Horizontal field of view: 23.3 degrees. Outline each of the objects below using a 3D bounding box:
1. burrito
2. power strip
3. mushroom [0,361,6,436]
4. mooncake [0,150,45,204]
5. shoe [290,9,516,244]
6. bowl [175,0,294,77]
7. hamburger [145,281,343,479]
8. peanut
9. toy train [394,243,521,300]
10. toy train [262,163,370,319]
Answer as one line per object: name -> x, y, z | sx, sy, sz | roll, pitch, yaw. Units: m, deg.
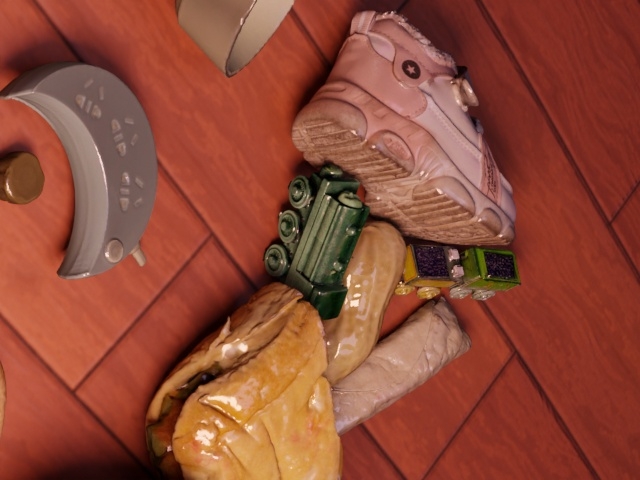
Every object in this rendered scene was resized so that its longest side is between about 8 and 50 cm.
burrito -> 0.083, 0.163, 1.952 | 0.275, 0.059, 0.082 | -32, 76, -31
power strip -> -0.238, -0.073, 1.627 | 0.167, 0.054, 0.253 | -40, 122, -43
mushroom -> -0.415, 0.184, 1.484 | 0.278, 0.146, 0.278 | -16, 111, -48
mooncake -> -0.422, -0.025, 1.501 | 0.346, 0.057, 0.150 | 4, 82, -38
shoe -> 0.134, -0.128, 1.879 | 0.351, 0.172, 0.198 | 37, 67, -42
bowl -> -0.086, -0.293, 1.672 | 0.112, 0.211, 0.211 | 34, 70, 2
hamburger -> -0.099, 0.224, 1.745 | 0.209, 0.162, 0.330 | -14, 109, -35
peanut -> 0.038, 0.075, 1.880 | 0.098, 0.090, 0.214 | 31, 76, -60
toy train -> 0.170, 0.040, 1.986 | 0.202, 0.081, 0.060 | 5, 66, -40
toy train -> 0.000, 0.000, 1.808 | 0.071, 0.111, 0.170 | 1, 119, -43
